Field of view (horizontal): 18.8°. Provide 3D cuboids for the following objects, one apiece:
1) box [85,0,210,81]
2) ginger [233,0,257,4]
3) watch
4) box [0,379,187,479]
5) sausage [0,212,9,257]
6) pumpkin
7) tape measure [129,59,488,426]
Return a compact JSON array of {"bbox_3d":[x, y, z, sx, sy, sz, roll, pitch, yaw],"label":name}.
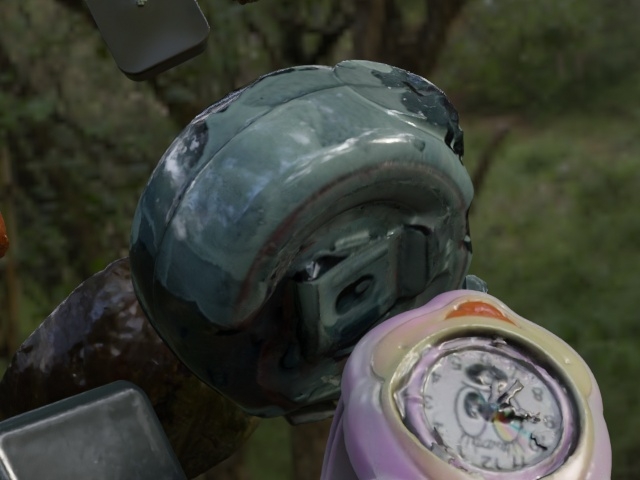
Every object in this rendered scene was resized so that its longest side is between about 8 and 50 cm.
[{"bbox_3d":[-0.159,-0.208,1.734,0.091,0.126,0.031,-27,-18,-5],"label":"box"},{"bbox_3d":[-0.094,-0.286,1.403,0.236,0.375,0.166,-53,6,-34],"label":"ginger"},{"bbox_3d":[0.084,0.178,1.181,0.211,0.248,0.217,7,-40,-13],"label":"watch"},{"bbox_3d":[-0.122,0.205,1.175,0.050,0.230,0.160,-31,-8,34],"label":"box"},{"bbox_3d":[-0.307,-0.051,1.475,0.089,0.179,0.089,-33,-20,-14],"label":"sausage"},{"bbox_3d":[-0.169,0.132,1.790,0.312,0.169,0.148,-42,-42,4],"label":"pumpkin"},{"bbox_3d":[0.000,0.000,1.427,0.275,0.256,0.147,-27,44,-22],"label":"tape measure"}]
